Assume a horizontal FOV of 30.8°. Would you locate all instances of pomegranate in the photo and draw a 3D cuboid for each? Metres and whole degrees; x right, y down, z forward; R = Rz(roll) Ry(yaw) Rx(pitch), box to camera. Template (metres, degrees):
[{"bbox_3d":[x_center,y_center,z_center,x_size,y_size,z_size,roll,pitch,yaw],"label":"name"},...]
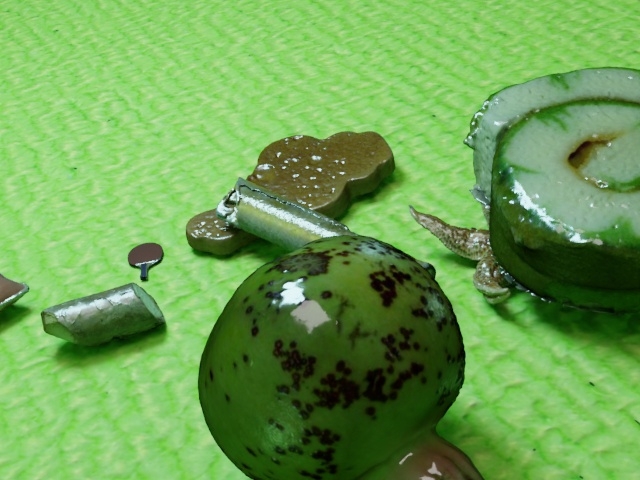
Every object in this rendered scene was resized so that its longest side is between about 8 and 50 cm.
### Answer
[{"bbox_3d":[0.047,0.163,1.153,0.285,0.285,0.340,-33,74,-27],"label":"pomegranate"}]

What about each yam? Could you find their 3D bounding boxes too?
[{"bbox_3d":[-0.272,0.098,1.450,0.147,0.069,0.069,-18,36,-9],"label":"yam"}]

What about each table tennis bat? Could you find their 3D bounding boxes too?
[{"bbox_3d":[-0.239,0.028,1.585,0.050,0.007,0.083,-9,34,1],"label":"table tennis bat"}]

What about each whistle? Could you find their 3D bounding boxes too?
[{"bbox_3d":[0.000,-0.001,1.483,0.326,0.057,0.068,25,66,30],"label":"whistle"}]

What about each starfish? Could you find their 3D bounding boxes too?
[{"bbox_3d":[0.247,0.000,1.453,0.277,0.062,0.236,18,43,30],"label":"starfish"}]

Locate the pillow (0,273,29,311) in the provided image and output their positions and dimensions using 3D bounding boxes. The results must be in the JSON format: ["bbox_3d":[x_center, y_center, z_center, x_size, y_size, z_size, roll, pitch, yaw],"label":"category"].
[{"bbox_3d":[-0.500,0.074,1.533,0.179,0.075,0.171,24,48,36],"label":"pillow"}]

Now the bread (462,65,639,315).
[{"bbox_3d":[0.340,-0.076,1.401,0.382,0.129,0.366,23,46,31],"label":"bread"}]

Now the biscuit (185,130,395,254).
[{"bbox_3d":[-0.046,-0.070,1.634,0.320,0.047,0.183,-35,43,-27],"label":"biscuit"}]
